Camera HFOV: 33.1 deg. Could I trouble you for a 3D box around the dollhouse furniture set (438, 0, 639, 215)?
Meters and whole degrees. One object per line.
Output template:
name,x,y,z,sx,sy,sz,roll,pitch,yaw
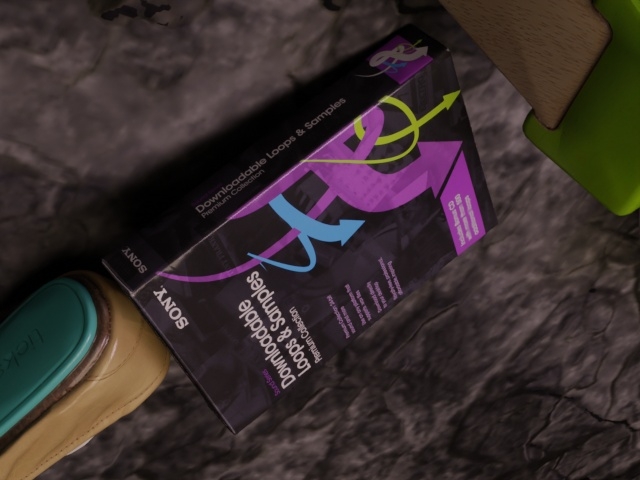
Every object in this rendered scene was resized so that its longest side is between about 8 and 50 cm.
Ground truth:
dollhouse furniture set,0.194,-0.173,0.401,0.301,0.151,0.197,-32,162,-22

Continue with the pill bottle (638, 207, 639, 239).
pill bottle,0.281,0.005,0.571,0.221,0.124,0.124,17,121,-38

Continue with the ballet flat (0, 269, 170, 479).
ballet flat,-0.161,0.104,0.473,0.232,0.080,0.073,-35,148,8

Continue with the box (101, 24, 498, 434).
box,0.000,0.000,0.463,0.162,0.029,0.116,-38,139,-10
